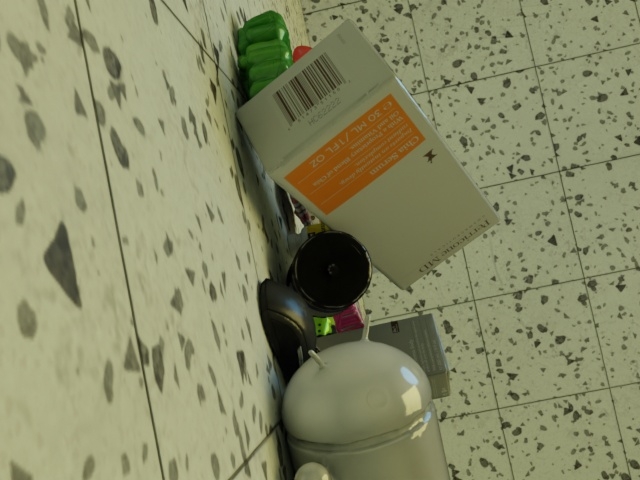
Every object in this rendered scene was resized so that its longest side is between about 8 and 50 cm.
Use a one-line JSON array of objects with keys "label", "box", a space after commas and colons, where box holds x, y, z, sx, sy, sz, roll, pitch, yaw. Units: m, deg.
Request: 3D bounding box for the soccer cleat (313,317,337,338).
[{"label": "soccer cleat", "box": [0.021, 0.215, 1.527, 0.178, 0.060, 0.072, 64, 23, -44]}]

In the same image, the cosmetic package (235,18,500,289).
[{"label": "cosmetic package", "box": [0.096, -0.115, 1.236, 0.453, 0.230, 0.161, 38, 18, -50]}]

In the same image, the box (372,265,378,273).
[{"label": "box", "box": [0.097, -0.085, 2.082, 0.215, 0.168, 0.345, -52, 120, -84]}]

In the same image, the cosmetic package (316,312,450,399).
[{"label": "cosmetic package", "box": [0.097, 0.223, 1.319, 0.107, 0.238, 0.127, 76, 2, -52]}]

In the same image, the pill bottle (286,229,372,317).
[{"label": "pill bottle", "box": [0.007, 0.062, 1.229, 0.219, 0.123, 0.122, 121, -42, -78]}]

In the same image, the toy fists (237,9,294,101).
[{"label": "toy fists", "box": [-0.090, -0.290, 1.278, 0.279, 0.096, 0.142, -98, -177, -50]}]

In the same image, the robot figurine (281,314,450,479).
[{"label": "robot figurine", "box": [0.063, 0.285, 0.998, 0.300, 0.200, 0.353, -31, 111, -59]}]

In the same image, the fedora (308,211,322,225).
[{"label": "fedora", "box": [0.012, -0.034, 1.831, 0.194, 0.079, 0.194, -13, 90, -86]}]

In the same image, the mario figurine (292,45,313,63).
[{"label": "mario figurine", "box": [-0.049, -0.303, 1.798, 0.198, 0.170, 0.320, -4, -93, 59]}]

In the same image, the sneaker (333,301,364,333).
[{"label": "sneaker", "box": [0.054, 0.181, 1.668, 0.111, 0.103, 0.252, 56, 23, -72]}]

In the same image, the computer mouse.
[{"label": "computer mouse", "box": [-0.029, 0.137, 1.119, 0.184, 0.060, 0.261, -93, 170, -56]}]

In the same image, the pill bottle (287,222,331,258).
[{"label": "pill bottle", "box": [0.000, 0.000, 1.419, 0.065, 0.117, 0.065, -13, 90, -85]}]

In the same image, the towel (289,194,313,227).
[{"label": "towel", "box": [-0.047, -0.075, 1.484, 0.197, 0.029, 0.144, 68, 0, -47]}]
